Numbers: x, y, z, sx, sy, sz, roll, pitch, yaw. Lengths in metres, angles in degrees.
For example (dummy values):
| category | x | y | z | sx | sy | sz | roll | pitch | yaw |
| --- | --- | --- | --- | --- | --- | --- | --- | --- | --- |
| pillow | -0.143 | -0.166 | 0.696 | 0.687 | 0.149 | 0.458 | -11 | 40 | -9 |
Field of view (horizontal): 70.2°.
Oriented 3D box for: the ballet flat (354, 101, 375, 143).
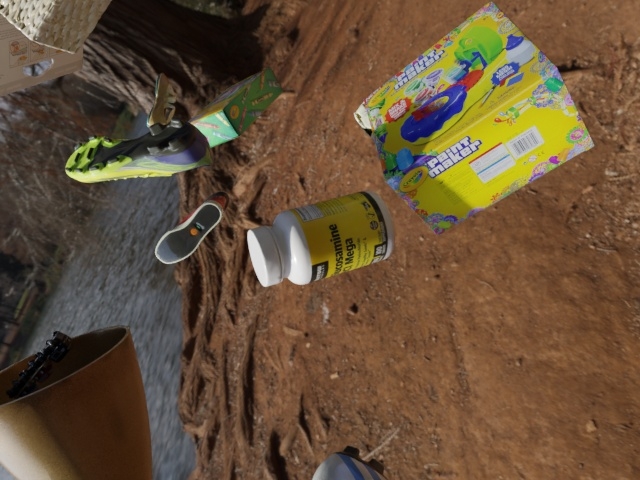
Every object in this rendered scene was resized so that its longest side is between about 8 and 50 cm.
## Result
| category | x | y | z | sx | sy | sz | roll | pitch | yaw |
| --- | --- | --- | --- | --- | --- | --- | --- | --- | --- |
| ballet flat | 0.144 | -0.307 | 1.159 | 0.095 | 0.096 | 0.280 | -49 | 24 | 16 |

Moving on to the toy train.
| category | x | y | z | sx | sy | sz | roll | pitch | yaw |
| --- | --- | --- | --- | --- | --- | --- | --- | --- | --- |
| toy train | -0.415 | 0.190 | 0.675 | 0.158 | 0.036 | 0.027 | -44 | 26 | 19 |

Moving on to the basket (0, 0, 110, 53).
| category | x | y | z | sx | sy | sz | roll | pitch | yaw |
| --- | --- | --- | --- | --- | --- | --- | --- | --- | --- |
| basket | -0.417 | -0.398 | 0.726 | 0.167 | 0.103 | 0.113 | -45 | -1 | 16 |

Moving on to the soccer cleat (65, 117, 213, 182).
| category | x | y | z | sx | sy | sz | roll | pitch | yaw |
| --- | --- | --- | --- | --- | --- | --- | --- | --- | --- |
| soccer cleat | -0.339 | -0.145 | 0.851 | 0.289 | 0.121 | 0.093 | -9 | 64 | 15 |

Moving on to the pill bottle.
| category | x | y | z | sx | sy | sz | roll | pitch | yaw |
| --- | --- | --- | --- | --- | --- | --- | --- | --- | --- |
| pill bottle | 0.000 | 0.000 | 1.129 | 0.188 | 0.334 | 0.188 | 164 | 90 | -71 |

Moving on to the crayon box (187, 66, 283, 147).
| category | x | y | z | sx | sy | sz | roll | pitch | yaw |
| --- | --- | --- | --- | --- | --- | --- | --- | --- | --- |
| crayon box | -0.238 | -0.365 | 1.263 | 0.165 | 0.081 | 0.278 | -10 | 35 | 34 |

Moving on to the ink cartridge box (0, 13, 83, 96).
| category | x | y | z | sx | sy | sz | roll | pitch | yaw |
| --- | --- | --- | --- | --- | --- | --- | --- | --- | --- |
| ink cartridge box | -0.603 | -0.453 | 0.939 | 0.261 | 0.066 | 0.296 | -58 | 4 | 36 |

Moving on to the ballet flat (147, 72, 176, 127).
| category | x | y | z | sx | sy | sz | roll | pitch | yaw |
| --- | --- | --- | --- | --- | --- | --- | --- | --- | --- |
| ballet flat | -0.516 | -0.456 | 1.511 | 0.080 | 0.073 | 0.232 | 112 | 161 | -64 |

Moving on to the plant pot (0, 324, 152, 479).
| category | x | y | z | sx | sy | sz | roll | pitch | yaw |
| --- | --- | --- | --- | --- | --- | --- | --- | --- | --- |
| plant pot | -0.365 | 0.299 | 0.704 | 0.237 | 0.254 | 0.237 | -19 | 11 | 4 |

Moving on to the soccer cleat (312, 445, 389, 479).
| category | x | y | z | sx | sy | sz | roll | pitch | yaw |
| --- | --- | --- | --- | --- | --- | --- | --- | --- | --- |
| soccer cleat | 0.128 | 0.442 | 0.671 | 0.143 | 0.331 | 0.116 | -43 | -38 | -49 |

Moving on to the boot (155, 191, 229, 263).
| category | x | y | z | sx | sy | sz | roll | pitch | yaw |
| --- | --- | --- | --- | --- | --- | --- | --- | --- | --- |
| boot | -0.363 | -0.041 | 1.320 | 0.244 | 0.088 | 0.176 | -39 | 16 | 11 |

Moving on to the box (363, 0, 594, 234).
| category | x | y | z | sx | sy | sz | roll | pitch | yaw |
| --- | --- | --- | --- | --- | --- | --- | --- | --- | --- |
| box | 0.259 | -0.218 | 0.824 | 0.290 | 0.177 | 0.279 | -33 | 39 | 25 |
